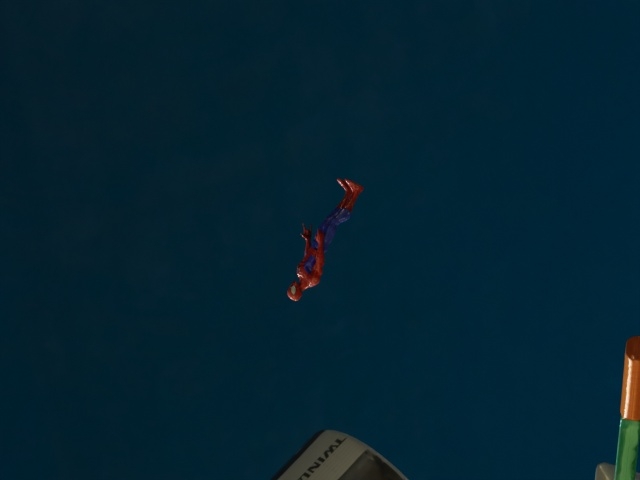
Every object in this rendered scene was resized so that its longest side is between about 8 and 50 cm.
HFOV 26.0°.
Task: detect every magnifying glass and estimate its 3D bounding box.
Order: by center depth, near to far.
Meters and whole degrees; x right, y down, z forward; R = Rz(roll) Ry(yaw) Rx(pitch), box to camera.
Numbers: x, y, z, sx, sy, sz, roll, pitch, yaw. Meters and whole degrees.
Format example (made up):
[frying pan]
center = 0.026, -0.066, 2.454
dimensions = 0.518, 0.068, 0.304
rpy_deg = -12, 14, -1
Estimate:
[magnifying glass]
center = 0.290, 0.174, 1.305
dimensions = 0.026, 0.092, 0.231
rpy_deg = 7, -42, 12

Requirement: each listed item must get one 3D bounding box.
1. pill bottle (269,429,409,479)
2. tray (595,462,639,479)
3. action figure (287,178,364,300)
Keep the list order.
[pill bottle]
center = -0.036, 0.256, 0.947
dimensions = 0.245, 0.130, 0.130
rpy_deg = -43, -59, -23
[tray]
center = 0.339, 0.374, 1.434
dimensions = 0.145, 0.270, 0.030
rpy_deg = 18, -23, -25
[action figure]
center = 0.000, 0.000, 1.217
dimensions = 0.030, 0.038, 0.115
rpy_deg = 25, -95, -22
